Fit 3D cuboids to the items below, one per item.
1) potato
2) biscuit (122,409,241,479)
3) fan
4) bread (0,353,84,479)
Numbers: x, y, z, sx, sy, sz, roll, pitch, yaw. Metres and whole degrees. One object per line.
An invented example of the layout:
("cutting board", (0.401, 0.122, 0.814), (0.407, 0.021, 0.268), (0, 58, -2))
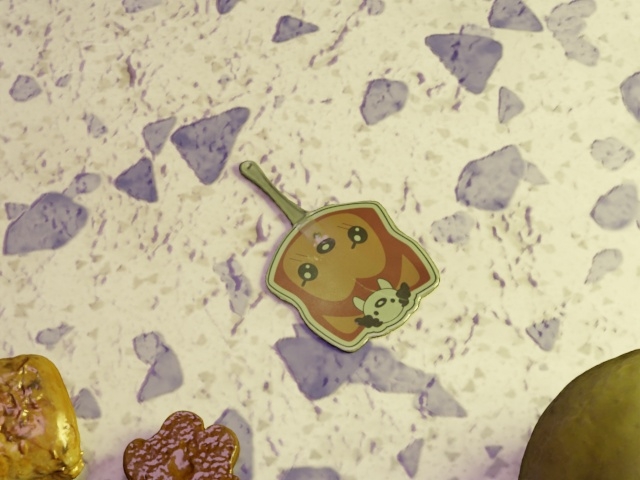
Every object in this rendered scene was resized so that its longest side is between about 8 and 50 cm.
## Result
("potato", (0.248, 0.184, 1.433), (0.178, 0.160, 0.235), (11, 68, 53))
("biscuit", (-0.124, 0.221, 1.492), (0.124, 0.026, 0.175), (22, 62, 13))
("fan", (0.000, 0.000, 1.632), (0.132, 0.009, 0.220), (-35, 65, -19))
("bread", (-0.301, 0.166, 1.500), (0.211, 0.083, 0.114), (-18, 64, -8))
